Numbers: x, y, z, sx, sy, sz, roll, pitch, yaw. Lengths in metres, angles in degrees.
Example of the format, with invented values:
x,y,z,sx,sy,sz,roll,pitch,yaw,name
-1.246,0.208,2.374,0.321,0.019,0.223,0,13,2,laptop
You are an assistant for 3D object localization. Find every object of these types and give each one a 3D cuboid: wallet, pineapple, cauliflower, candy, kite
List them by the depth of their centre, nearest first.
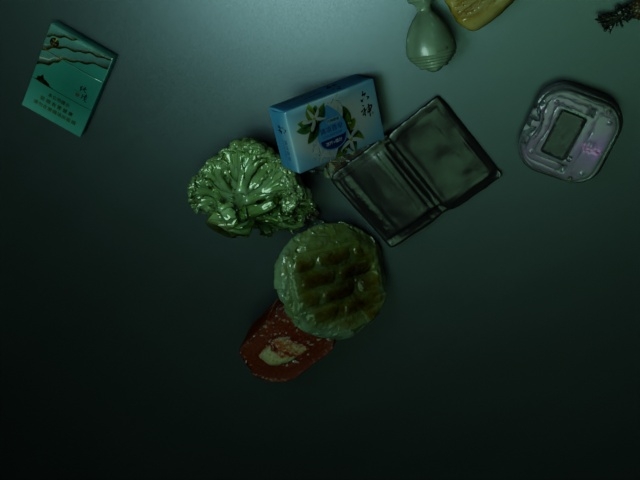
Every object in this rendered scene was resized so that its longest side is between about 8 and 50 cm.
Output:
x,y,z,sx,sy,sz,roll,pitch,yaw,name
0.618,-0.458,1.732,0.124,0.058,0.058,-16,114,19,pineapple
-0.165,-0.088,1.975,0.272,0.250,0.275,39,137,-8,cauliflower
0.218,-0.147,1.988,0.323,0.041,0.247,-36,107,22,wallet
0.016,-0.192,2.022,0.230,0.016,0.127,5,116,5,kite
0.000,0.000,2.110,0.053,0.046,0.182,-9,111,19,candy

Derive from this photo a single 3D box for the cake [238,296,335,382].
x,y,z,sx,sy,sz,roll,pitch,yaw,name
-0.071,0.241,2.195,0.177,0.151,0.283,41,113,-8,cake

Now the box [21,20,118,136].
x,y,z,sx,sy,sz,roll,pitch,yaw,name
-0.592,-0.377,2.024,0.162,0.041,0.229,30,120,-6,box

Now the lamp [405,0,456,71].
x,y,z,sx,sy,sz,roll,pitch,yaw,name
0.224,-0.447,1.795,0.106,0.106,0.192,-7,107,15,lamp

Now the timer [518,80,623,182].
x,y,z,sx,sy,sz,roll,pitch,yaw,name
0.539,-0.230,1.865,0.191,0.069,0.208,20,121,3,timer

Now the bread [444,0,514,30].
x,y,z,sx,sy,sz,roll,pitch,yaw,name
0.332,-0.519,1.738,0.173,0.085,0.134,-34,110,24,bread

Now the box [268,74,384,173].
x,y,z,sx,sy,sz,roll,pitch,yaw,name
0.016,-0.256,1.875,0.232,0.083,0.142,-24,117,-21,box

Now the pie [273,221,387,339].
x,y,z,sx,sy,sz,roll,pitch,yaw,name
0.034,0.096,2.055,0.307,0.071,0.306,-5,101,-25,pie
